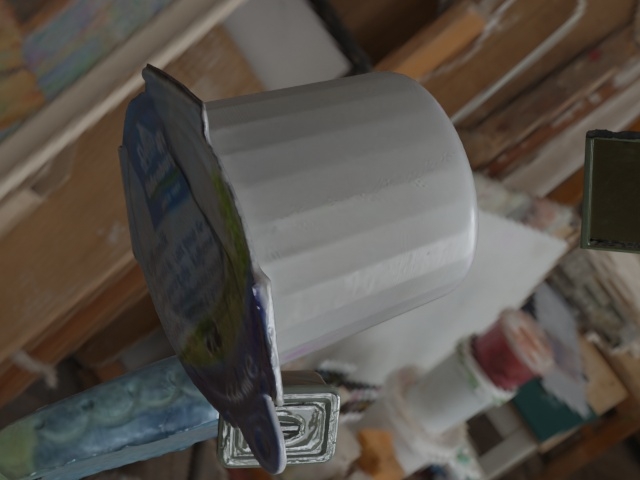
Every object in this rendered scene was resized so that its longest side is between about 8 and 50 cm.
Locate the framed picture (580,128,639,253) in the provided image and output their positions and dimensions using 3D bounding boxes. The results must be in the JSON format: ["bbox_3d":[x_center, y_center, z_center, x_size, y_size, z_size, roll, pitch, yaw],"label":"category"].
[{"bbox_3d":[0.423,-0.044,1.590,0.265,0.192,0.018,6,51,12],"label":"framed picture"}]

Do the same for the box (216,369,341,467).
[{"bbox_3d":[-0.046,0.175,1.448,0.122,0.089,0.062,0,23,-14],"label":"box"}]

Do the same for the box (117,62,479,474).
[{"bbox_3d":[0.000,0.000,1.061,0.206,0.262,0.291,-19,72,-22],"label":"box"}]

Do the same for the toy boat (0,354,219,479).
[{"bbox_3d":[-0.223,0.184,1.607,0.330,0.215,0.123,-15,77,-20],"label":"toy boat"}]
